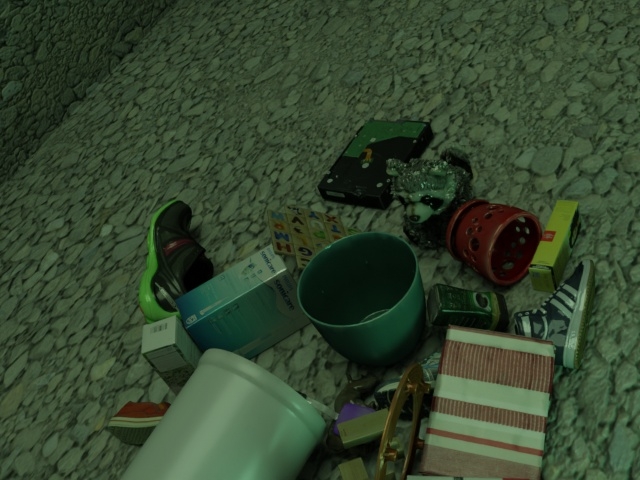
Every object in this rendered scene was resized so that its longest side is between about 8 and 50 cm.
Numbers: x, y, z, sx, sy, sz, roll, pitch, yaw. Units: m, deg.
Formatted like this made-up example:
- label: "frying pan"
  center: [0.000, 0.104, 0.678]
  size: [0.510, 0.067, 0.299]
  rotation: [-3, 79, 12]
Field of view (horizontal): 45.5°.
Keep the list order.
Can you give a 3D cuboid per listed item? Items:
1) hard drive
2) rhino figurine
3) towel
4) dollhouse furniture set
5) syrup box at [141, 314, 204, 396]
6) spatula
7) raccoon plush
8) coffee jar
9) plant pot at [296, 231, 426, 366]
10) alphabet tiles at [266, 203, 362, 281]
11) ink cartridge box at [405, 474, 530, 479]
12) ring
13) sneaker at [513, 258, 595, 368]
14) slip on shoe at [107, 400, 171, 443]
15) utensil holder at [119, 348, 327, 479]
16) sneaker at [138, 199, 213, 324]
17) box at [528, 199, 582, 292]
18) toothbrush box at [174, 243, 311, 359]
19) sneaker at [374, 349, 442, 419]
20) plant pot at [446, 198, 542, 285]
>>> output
- label: "hard drive"
  center: [0.172, -0.245, 2.360]
  size: [0.237, 0.064, 0.339]
  rotation: [11, 54, 35]
- label: "rhino figurine"
  center: [0.079, 0.386, 1.747]
  size: [0.106, 0.073, 0.243]
  rotation: [-4, 44, 22]
- label: "towel"
  center: [0.350, 0.346, 1.583]
  size: [0.237, 0.037, 0.329]
  rotation: [8, 64, 16]
- label: "dollhouse furniture set"
  center: [0.104, 0.469, 1.611]
  size: [0.144, 0.123, 0.151]
  rotation: [-17, 42, -6]
- label: "syrup box"
  center: [-0.353, 0.305, 1.931]
  size: [0.093, 0.237, 0.096]
  rotation: [-18, 43, 9]
- label: "spatula"
  center: [-0.013, 0.366, 1.700]
  size: [0.296, 0.030, 0.084]
  rotation: [20, 57, 14]
- label: "raccoon plush"
  center: [0.287, -0.192, 2.064]
  size: [0.216, 0.299, 0.446]
  rotation: [-14, 42, 15]
- label: "coffee jar"
  center: [0.346, 0.160, 1.782]
  size: [0.184, 0.079, 0.096]
  rotation: [9, 45, -10]
- label: "plant pot"
  center: [0.121, 0.164, 1.830]
  size: [0.293, 0.235, 0.293]
  rotation: [-15, 41, 13]
- label: "alphabet tiles"
  center: [0.000, 0.000, 2.070]
  size: [0.285, 0.011, 0.342]
  rotation: [13, 27, -16]
- label: "ink cartridge box"
  center: [0.275, 0.536, 1.411]
  size: [0.237, 0.100, 0.172]
  rotation: [0, 38, 5]
- label: "ring"
  center: [0.164, 0.406, 1.488]
  size: [0.032, 0.336, 0.336]
  rotation: [9, 51, 19]
- label: "sneaker"
  center: [0.530, 0.153, 1.733]
  size: [0.153, 0.099, 0.282]
  rotation: [5, 53, 29]
- label: "slip on shoe"
  center: [-0.381, 0.448, 1.897]
  size: [0.331, 0.123, 0.101]
  rotation: [-4, 41, 31]
- label: "utensil holder"
  center: [-0.218, 0.480, 1.618]
  size: [0.328, 0.327, 0.385]
  rotation: [12, 56, 36]
- label: "sneaker"
  center: [-0.418, 0.070, 2.292]
  size: [0.202, 0.185, 0.482]
  rotation: [-4, 46, -1]
- label: "box"
  center: [0.576, 0.011, 1.866]
  size: [0.058, 0.087, 0.232]
  rotation: [9, 53, 34]
- label: "toothbrush box"
  center: [-0.192, 0.181, 1.992]
  size: [0.296, 0.216, 0.126]
  rotation: [-31, 41, -3]
- label: "sneaker"
  center: [0.258, 0.314, 1.718]
  size: [0.283, 0.110, 0.122]
  rotation: [-11, 36, 4]
- label: "plant pot"
  center: [0.421, -0.007, 1.888]
  size: [0.191, 0.191, 0.174]
  rotation: [-40, 39, -14]
